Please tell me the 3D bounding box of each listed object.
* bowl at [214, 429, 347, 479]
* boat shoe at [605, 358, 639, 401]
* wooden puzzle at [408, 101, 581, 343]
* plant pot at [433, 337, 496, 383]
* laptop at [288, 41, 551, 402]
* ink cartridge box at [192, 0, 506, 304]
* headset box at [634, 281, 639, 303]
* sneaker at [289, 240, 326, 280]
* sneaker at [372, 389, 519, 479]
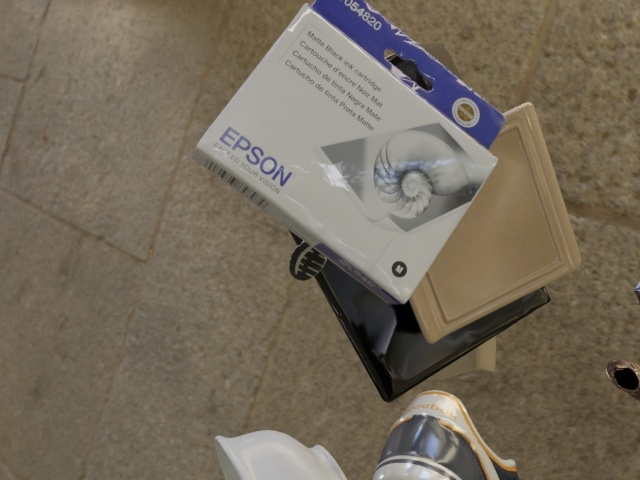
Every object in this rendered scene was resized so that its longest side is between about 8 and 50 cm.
[{"bbox_3d":[-0.028,0.383,0.916,0.298,0.134,0.298,50,154,36],"label":"bowl"},{"bbox_3d":[0.748,0.332,1.590,0.073,0.207,0.073,24,94,-6],"label":"boat shoe"},{"bbox_3d":[0.188,-0.021,0.788,0.221,0.238,0.044,67,168,-16],"label":"wooden puzzle"},{"bbox_3d":[0.211,0.164,1.008,0.109,0.109,0.096,-22,64,26],"label":"plant pot"},{"bbox_3d":[0.143,-0.058,0.941,0.407,0.236,0.382,-30,95,-10],"label":"laptop"},{"bbox_3d":[0.042,-0.095,0.575,0.224,0.223,0.045,-56,9,-14],"label":"ink cartridge box"},{"bbox_3d":[0.701,0.111,1.379,0.062,0.083,0.032,-50,37,-17],"label":"headset box"},{"bbox_3d":[0.000,0.000,0.773,0.040,0.044,0.109,32,104,4],"label":"sneaker"},{"bbox_3d":[0.144,0.286,0.641,0.126,0.321,0.127,-2,35,27],"label":"sneaker"}]
